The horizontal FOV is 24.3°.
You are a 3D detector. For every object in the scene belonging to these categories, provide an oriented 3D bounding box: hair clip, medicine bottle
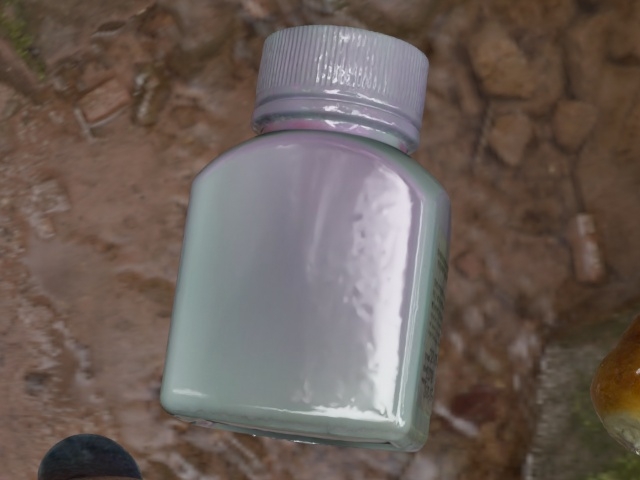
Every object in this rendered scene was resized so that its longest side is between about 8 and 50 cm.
[{"bbox_3d":[-0.075,0.108,0.526,0.048,0.275,0.083,10,80,-11],"label":"hair clip"},{"bbox_3d":[0.000,0.000,0.441,0.074,0.055,0.118,4,79,13],"label":"medicine bottle"}]

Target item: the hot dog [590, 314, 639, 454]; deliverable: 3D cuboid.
[{"bbox_3d":[0.193,0.002,0.624,0.066,0.047,0.216,35,73,24],"label":"hot dog"}]
